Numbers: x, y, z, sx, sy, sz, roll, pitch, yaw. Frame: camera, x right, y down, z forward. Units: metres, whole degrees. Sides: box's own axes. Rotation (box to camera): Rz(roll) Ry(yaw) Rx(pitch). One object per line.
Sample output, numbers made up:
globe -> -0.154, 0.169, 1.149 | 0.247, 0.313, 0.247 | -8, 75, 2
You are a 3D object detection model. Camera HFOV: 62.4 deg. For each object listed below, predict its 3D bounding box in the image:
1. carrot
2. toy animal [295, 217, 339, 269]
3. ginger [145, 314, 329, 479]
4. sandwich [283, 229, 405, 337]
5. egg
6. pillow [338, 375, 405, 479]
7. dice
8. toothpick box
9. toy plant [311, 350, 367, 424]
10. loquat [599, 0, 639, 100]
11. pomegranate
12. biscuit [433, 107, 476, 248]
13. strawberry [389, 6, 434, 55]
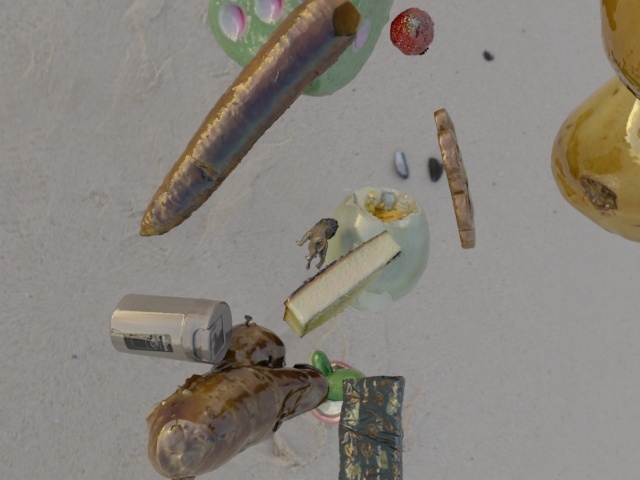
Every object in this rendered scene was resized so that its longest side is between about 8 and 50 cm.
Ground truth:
carrot -> -0.080, -0.122, 0.538 | 0.066, 0.066, 0.314 | 41, 95, -16
toy animal -> -0.013, 0.011, 1.188 | 0.069, 0.086, 0.219 | 44, 28, -15
ginger -> -0.171, 0.274, 0.967 | 0.254, 0.176, 0.418 | 38, 26, 20
sandwich -> 0.030, 0.077, 0.841 | 0.193, 0.162, 0.058 | -34, 76, -16
egg -> 0.146, 0.038, 1.408 | 0.278, 0.278, 0.336 | -9, 123, -25
pillow -> 0.120, 0.457, 1.282 | 0.034, 0.189, 0.255 | 30, 54, -43
dice -> -0.039, -0.543, 1.207 | 0.330, 0.318, 0.322 | 34, 33, 12
toothpick box -> -0.255, 0.151, 0.920 | 0.181, 0.111, 0.111 | 4, 81, 13
toy plant -> 0.059, 0.490, 1.744 | 0.356, 0.317, 0.210 | 44, 38, -50
loquat -> 0.355, -0.201, 0.377 | 0.275, 0.275, 0.274 | 3, 83, -25
pomegranate -> 0.574, -0.159, 0.899 | 0.333, 0.332, 0.332 | 3, 83, -25
biscuit -> 0.279, -0.114, 1.071 | 0.186, 0.044, 0.295 | -80, 153, -48
strawberry -> 0.196, -0.447, 1.119 | 0.106, 0.106, 0.106 | 3, 83, -25
